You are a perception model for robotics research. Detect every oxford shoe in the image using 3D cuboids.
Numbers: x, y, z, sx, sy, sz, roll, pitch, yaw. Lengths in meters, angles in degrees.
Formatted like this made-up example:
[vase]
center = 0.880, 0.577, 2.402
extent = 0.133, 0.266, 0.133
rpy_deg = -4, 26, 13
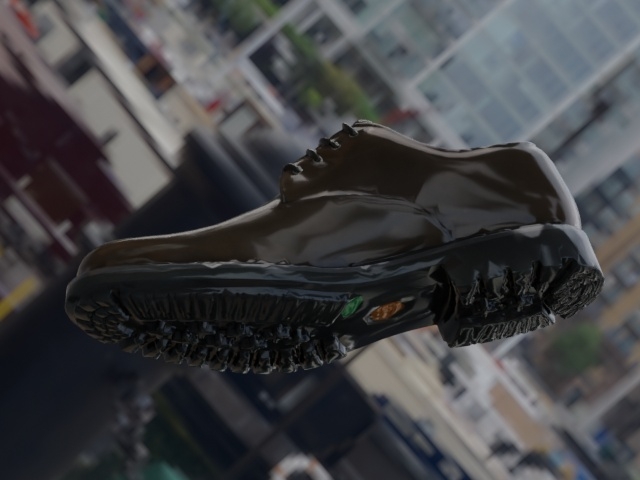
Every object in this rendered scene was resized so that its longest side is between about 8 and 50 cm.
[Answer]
[oxford shoe]
center = 0.000, 0.000, 0.845
extent = 0.083, 0.227, 0.096
rpy_deg = 109, -29, -59
